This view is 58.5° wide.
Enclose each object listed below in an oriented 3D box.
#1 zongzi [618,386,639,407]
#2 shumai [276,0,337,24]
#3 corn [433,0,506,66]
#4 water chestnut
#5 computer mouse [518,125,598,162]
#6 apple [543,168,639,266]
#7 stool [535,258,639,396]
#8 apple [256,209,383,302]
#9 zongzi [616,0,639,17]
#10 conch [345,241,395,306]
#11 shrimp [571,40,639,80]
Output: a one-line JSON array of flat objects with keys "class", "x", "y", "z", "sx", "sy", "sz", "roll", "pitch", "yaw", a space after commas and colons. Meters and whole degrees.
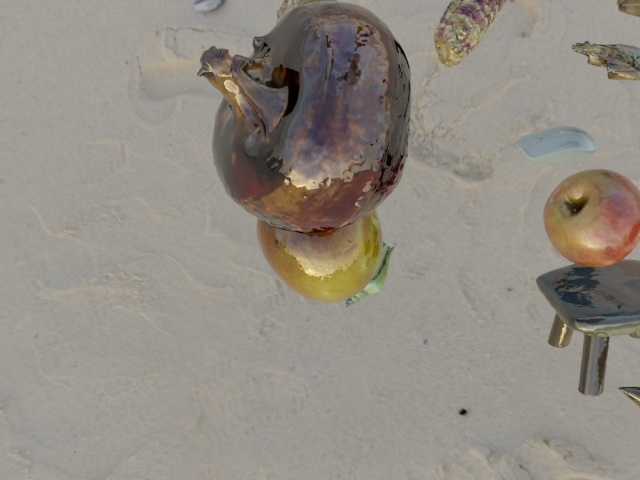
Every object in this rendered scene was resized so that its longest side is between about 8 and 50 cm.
[{"class": "zongzi", "x": 0.817, "y": 0.334, "z": 1.286, "sx": 0.241, "sy": 0.111, "sz": 0.247, "roll": 39, "pitch": 49, "yaw": 15}, {"class": "shumai", "x": -0.049, "y": -0.670, "z": 1.643, "sx": 0.120, "sy": 0.201, "sz": 0.201, "roll": 35, "pitch": 84, "yaw": 21}, {"class": "corn", "x": 0.300, "y": -0.455, "z": 1.093, "sx": 0.098, "sy": 0.098, "sz": 0.290, "roll": 31, "pitch": 77, "yaw": 10}, {"class": "water chestnut", "x": -0.038, "y": -0.182, "z": 0.812, "sx": 0.302, "sy": 0.350, "sz": 0.350, "roll": 15, "pitch": 78, "yaw": -34}, {"class": "computer mouse", "x": 0.709, "y": -0.292, "z": 1.708, "sx": 0.231, "sy": 0.079, "sz": 0.128, "roll": -4, "pitch": 42, "yaw": -2}, {"class": "apple", "x": 0.569, "y": -0.047, "z": 1.187, "sx": 0.164, "sy": 0.209, "sz": 0.209, "roll": 29, "pitch": 81, "yaw": -30}, {"class": "stool", "x": 0.729, "y": 0.207, "z": 1.430, "sx": 0.310, "sy": 0.310, "sz": 0.226, "roll": -8, "pitch": 109, "yaw": 5}, {"class": "apple", "x": 0.000, "y": 0.000, "z": 1.029, "sx": 0.237, "sy": 0.207, "sz": 0.237, "roll": -13, "pitch": 41, "yaw": 12}, {"class": "zongzi", "x": 0.775, "y": -0.603, "z": 1.351, "sx": 0.078, "sy": 0.176, "sz": 0.160, "roll": -48, "pitch": 44, "yaw": -4}, {"class": "conch", "x": 0.114, "y": 0.074, "z": 1.374, "sx": 0.095, "sy": 0.079, "sz": 0.201, "roll": 29, "pitch": 59, "yaw": -13}, {"class": "shrimp", "x": 0.765, "y": -0.445, "z": 1.452, "sx": 0.254, "sy": 0.059, "sz": 0.145, "roll": 2, "pitch": 50, "yaw": -14}]
